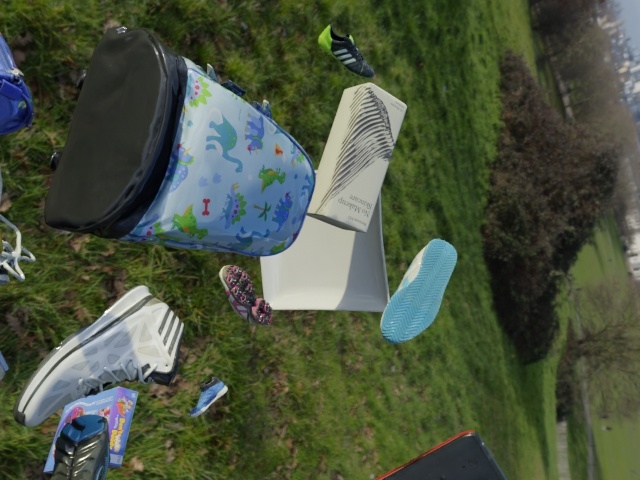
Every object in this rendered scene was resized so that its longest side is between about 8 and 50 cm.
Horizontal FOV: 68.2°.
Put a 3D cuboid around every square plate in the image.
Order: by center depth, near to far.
[{"bbox_3d":[0.000,0.000,1.166,0.049,0.344,0.347,-13,98,-64],"label":"square plate"}]

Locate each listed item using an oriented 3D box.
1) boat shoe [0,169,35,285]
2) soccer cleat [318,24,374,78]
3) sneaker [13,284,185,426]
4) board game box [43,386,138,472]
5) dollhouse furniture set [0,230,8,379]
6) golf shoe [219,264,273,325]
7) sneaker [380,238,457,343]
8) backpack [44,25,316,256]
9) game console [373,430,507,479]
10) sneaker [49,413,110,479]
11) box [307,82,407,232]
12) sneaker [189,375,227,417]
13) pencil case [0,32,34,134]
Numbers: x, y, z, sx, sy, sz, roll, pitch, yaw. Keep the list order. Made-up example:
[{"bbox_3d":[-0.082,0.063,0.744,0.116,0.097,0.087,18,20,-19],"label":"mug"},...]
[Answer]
[{"bbox_3d":[-0.548,0.038,0.764,0.136,0.156,0.367,114,-14,-77],"label":"boat shoe"},{"bbox_3d":[0.077,-0.498,1.257,0.179,0.072,0.060,31,43,-13],"label":"soccer cleat"},{"bbox_3d":[-0.534,0.339,1.238,0.257,0.169,0.447,35,54,7],"label":"sneaker"},{"bbox_3d":[-0.775,0.647,1.595,0.078,0.347,0.233,37,43,-40],"label":"board game box"},{"bbox_3d":[-0.490,0.086,0.586,0.198,0.303,0.286,-94,-179,-56],"label":"dollhouse furniture set"},{"bbox_3d":[-0.187,0.131,1.086,0.186,0.086,0.067,62,39,-33],"label":"golf shoe"},{"bbox_3d":[0.187,0.107,0.913,0.087,0.092,0.229,35,65,8],"label":"sneaker"},{"bbox_3d":[-0.174,-0.103,0.733,0.355,0.273,0.290,36,70,-70],"label":"backpack"},{"bbox_3d":[0.288,0.655,1.024,0.387,0.342,0.060,59,10,5],"label":"game console"},{"bbox_3d":[-0.474,0.505,0.895,0.341,0.125,0.140,-89,179,-61],"label":"sneaker"},{"bbox_3d":[0.070,-0.162,0.950,0.113,0.094,0.275,19,86,-32],"label":"box"},{"bbox_3d":[-0.409,0.538,1.649,0.152,0.058,0.085,-38,98,-12],"label":"sneaker"},{"bbox_3d":[-0.586,-0.315,0.798,0.306,0.133,0.119,57,4,22],"label":"pencil case"}]
